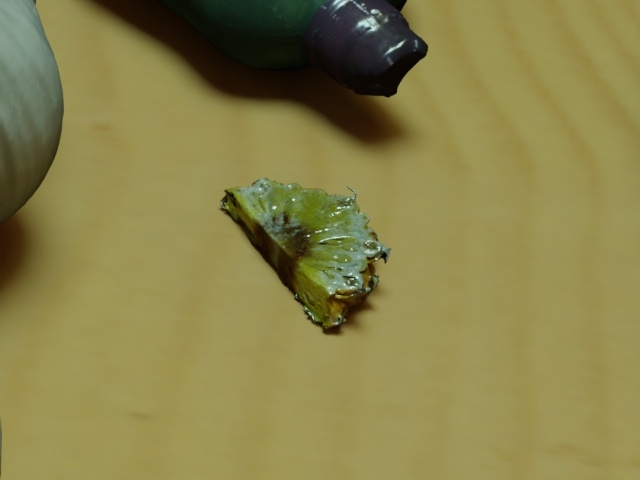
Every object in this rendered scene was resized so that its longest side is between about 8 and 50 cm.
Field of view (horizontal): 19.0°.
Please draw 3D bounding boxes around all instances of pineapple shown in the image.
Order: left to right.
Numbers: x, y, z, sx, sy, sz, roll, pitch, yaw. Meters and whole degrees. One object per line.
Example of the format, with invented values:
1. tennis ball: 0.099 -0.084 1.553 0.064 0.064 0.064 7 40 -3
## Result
1. pineapple: 0.000 0.000 0.728 0.045 0.019 0.083 -14 41 -26

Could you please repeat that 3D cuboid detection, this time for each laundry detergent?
1. laundry detergent: -0.021 -0.134 0.849 0.144 0.078 0.222 -18 45 -38

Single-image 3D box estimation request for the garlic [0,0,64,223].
1. garlic: -0.158 -0.056 0.647 0.143 0.178 0.229 42 56 -5
